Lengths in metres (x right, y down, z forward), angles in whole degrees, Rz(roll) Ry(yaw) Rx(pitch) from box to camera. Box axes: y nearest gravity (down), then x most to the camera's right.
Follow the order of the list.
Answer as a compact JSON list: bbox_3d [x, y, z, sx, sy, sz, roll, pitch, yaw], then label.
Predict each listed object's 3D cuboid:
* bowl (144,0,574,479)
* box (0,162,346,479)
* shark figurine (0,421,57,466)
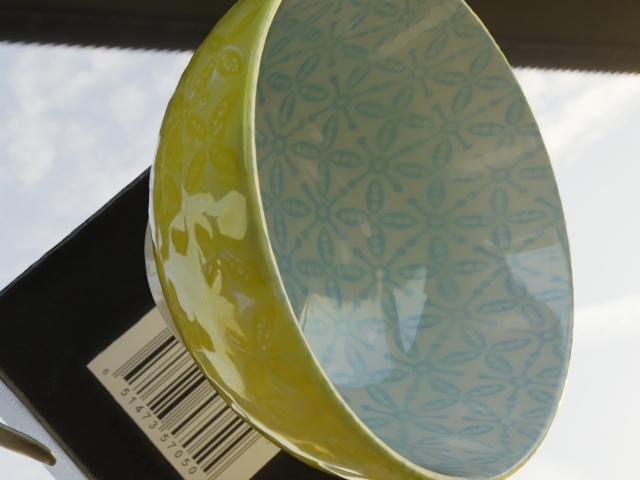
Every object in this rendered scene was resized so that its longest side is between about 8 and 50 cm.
[{"bbox_3d":[0.000,0.000,0.751,0.156,0.289,0.289,-17,-23,36],"label":"bowl"},{"bbox_3d":[-0.128,0.127,1.140,0.212,0.293,0.395,-42,5,-18],"label":"box"},{"bbox_3d":[-0.217,0.046,0.634,0.166,0.116,0.278,29,-37,-29],"label":"shark figurine"}]
